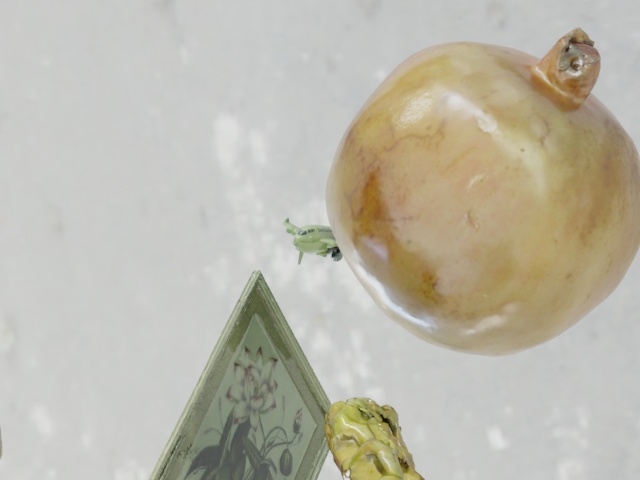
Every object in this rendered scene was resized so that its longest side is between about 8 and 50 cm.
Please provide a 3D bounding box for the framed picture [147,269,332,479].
[{"bbox_3d":[-0.054,0.160,1.319,0.010,0.231,0.173,-3,134,29],"label":"framed picture"}]

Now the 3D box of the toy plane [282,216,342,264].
[{"bbox_3d":[0.000,0.000,1.822,0.102,0.111,0.040,14,105,24],"label":"toy plane"}]

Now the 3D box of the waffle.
[{"bbox_3d":[0.076,0.203,1.090,0.254,0.052,0.245,60,180,-13],"label":"waffle"}]

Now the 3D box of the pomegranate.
[{"bbox_3d":[0.139,-0.049,1.466,0.252,0.229,0.270,47,113,16],"label":"pomegranate"}]

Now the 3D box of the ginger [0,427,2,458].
[{"bbox_3d":[-0.343,0.137,1.573,0.149,0.065,0.259,-80,-22,-46],"label":"ginger"}]
